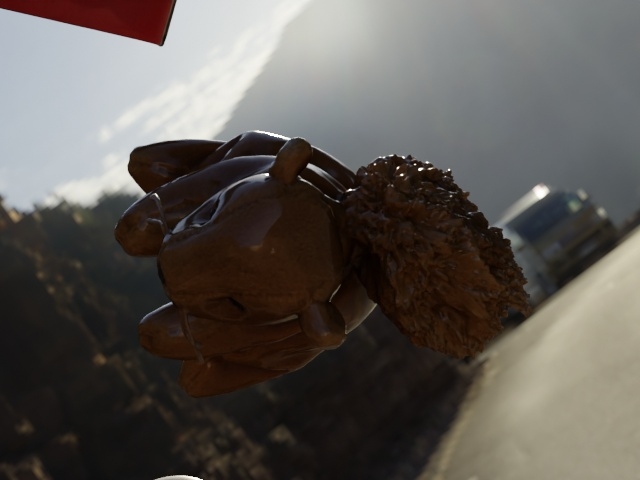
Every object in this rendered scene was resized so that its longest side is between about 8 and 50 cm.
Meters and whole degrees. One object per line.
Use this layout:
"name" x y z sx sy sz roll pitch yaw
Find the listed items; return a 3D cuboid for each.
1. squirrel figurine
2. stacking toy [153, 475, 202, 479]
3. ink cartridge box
"squirrel figurine" 0.000 0.000 1.441 0.397 0.281 0.370 -6 -5 -6
"stacking toy" -0.052 0.502 1.992 0.480 0.350 0.350 12 -41 -44
"ink cartridge box" -0.334 -0.352 1.825 0.272 0.309 0.130 -114 39 -59
